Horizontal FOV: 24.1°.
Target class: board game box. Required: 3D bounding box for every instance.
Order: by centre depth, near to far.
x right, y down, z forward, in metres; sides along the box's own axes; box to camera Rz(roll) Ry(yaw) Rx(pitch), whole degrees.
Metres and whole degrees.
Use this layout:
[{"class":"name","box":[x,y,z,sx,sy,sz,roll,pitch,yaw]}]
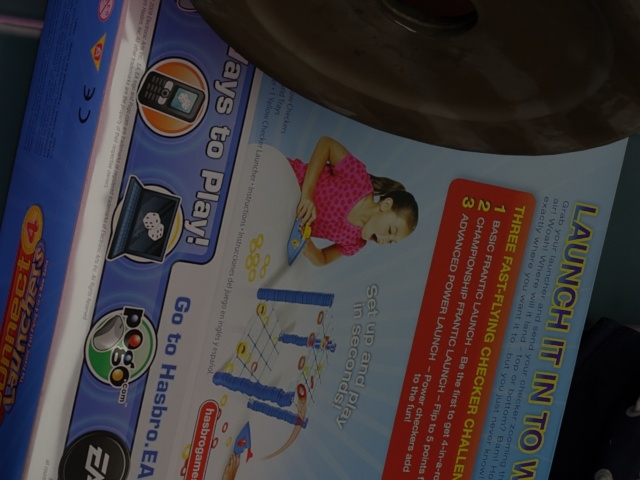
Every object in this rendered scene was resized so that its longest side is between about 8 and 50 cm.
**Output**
[{"class":"board game box","box":[0.000,0.000,0.746,0.302,0.086,0.308,10,95,-34]}]

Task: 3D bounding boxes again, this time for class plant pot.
[{"class":"plant pot","box":[0.075,-0.199,0.567,0.323,0.323,0.280,34,63,-33]}]

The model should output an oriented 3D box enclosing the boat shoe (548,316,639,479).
[{"class":"boat shoe","box":[0.153,0.201,0.845,0.127,0.158,0.341,43,77,-38]}]
